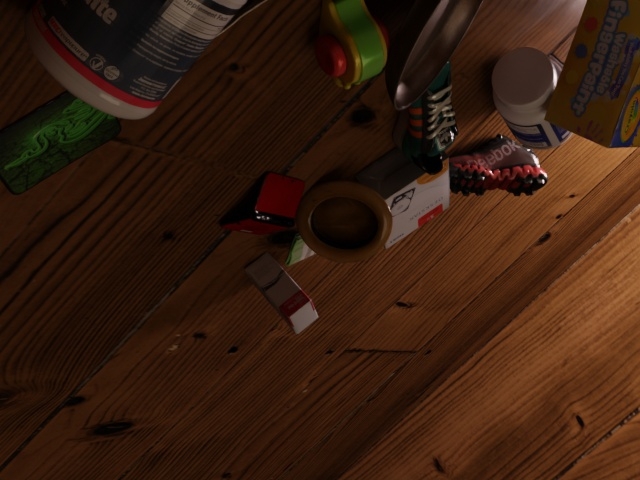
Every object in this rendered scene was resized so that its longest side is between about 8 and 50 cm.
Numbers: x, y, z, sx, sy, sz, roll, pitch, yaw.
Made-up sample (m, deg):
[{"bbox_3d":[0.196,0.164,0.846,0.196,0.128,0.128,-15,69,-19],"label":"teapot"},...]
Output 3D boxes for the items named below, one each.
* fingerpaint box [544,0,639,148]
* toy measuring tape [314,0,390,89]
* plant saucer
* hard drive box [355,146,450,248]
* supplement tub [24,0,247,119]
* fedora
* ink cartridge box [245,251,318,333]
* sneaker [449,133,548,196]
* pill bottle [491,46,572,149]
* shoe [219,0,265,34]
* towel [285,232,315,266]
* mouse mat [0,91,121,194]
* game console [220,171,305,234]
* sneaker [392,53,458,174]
[{"bbox_3d":[0.666,-0.420,2.158,0.371,0.163,0.444,-9,122,-49],"label":"fingerpaint box"},{"bbox_3d":[0.057,-0.340,1.668,0.121,0.121,0.330,-28,155,-21],"label":"toy measuring tape"},{"bbox_3d":[0.193,-0.361,1.801,0.310,0.050,0.310,-54,167,-18],"label":"plant saucer"},{"bbox_3d":[0.179,-0.106,2.304,0.181,0.089,0.232,-34,157,-7],"label":"hard drive box"},{"bbox_3d":[-0.202,-0.296,1.281,0.272,0.191,0.191,-46,155,19],"label":"supplement tub"},{"bbox_3d":[0.050,-0.049,2.179,0.194,0.194,0.079,-49,-169,25],"label":"fedora"},{"bbox_3d":[-0.080,0.109,2.253,0.063,0.150,0.109,-39,157,-8],"label":"ink cartridge box"},{"bbox_3d":[0.379,-0.175,2.457,0.276,0.135,0.097,0,155,-20],"label":"sneaker"},{"bbox_3d":[0.444,-0.295,2.251,0.153,0.153,0.265,-41,157,8],"label":"pill bottle"},{"bbox_3d":[-0.165,-0.308,1.478,0.219,0.058,0.076,-33,156,-10],"label":"shoe"},{"bbox_3d":[0.000,0.000,2.326,0.152,0.023,0.113,-24,153,-28],"label":"towel"},{"bbox_3d":[-0.380,-0.145,1.540,0.190,0.007,0.152,-34,156,-10],"label":"mouse mat"},{"bbox_3d":[-0.109,-0.068,2.058,0.124,0.085,0.144,-14,168,28],"label":"game console"},{"bbox_3d":[0.217,-0.241,2.067,0.108,0.121,0.302,-31,156,-17],"label":"sneaker"}]
